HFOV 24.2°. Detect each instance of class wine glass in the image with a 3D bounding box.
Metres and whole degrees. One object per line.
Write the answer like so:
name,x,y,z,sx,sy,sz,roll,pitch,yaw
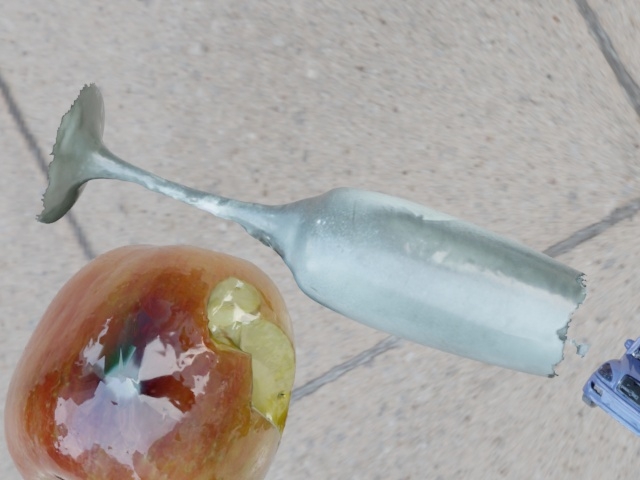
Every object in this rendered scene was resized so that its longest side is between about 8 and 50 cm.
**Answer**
wine glass,0.000,0.000,0.685,0.262,0.074,0.074,19,96,11

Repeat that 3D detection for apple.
apple,-0.097,0.085,0.917,0.199,0.199,0.199,0,91,15

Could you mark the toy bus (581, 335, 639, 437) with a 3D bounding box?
toy bus,0.421,0.162,1.723,0.125,0.292,0.133,38,109,27
